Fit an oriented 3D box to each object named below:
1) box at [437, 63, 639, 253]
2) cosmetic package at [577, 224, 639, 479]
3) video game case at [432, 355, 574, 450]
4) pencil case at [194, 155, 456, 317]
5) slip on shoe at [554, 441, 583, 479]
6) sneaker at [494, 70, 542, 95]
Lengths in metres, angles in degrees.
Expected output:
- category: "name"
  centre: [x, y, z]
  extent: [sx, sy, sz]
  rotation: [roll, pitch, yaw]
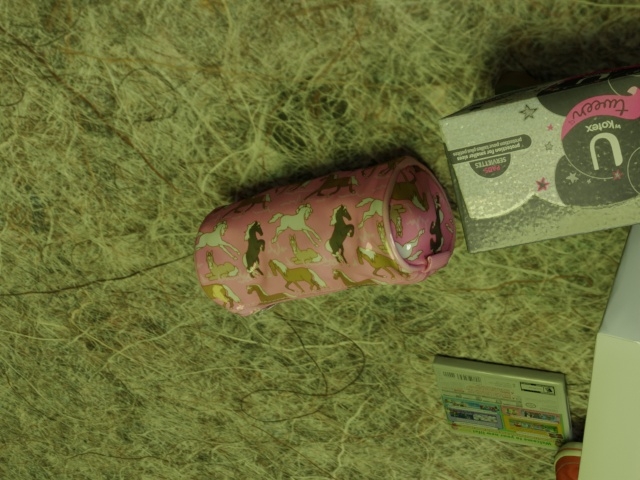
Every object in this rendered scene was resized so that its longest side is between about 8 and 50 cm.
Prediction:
- category: "box"
  centre: [0.276, -0.094, 1.252]
  extent: [0.247, 0.142, 0.163]
  rotation: [-11, 98, 24]
- category: "cosmetic package"
  centre: [0.404, 0.132, 1.411]
  extent: [0.098, 0.284, 0.377]
  rotation: [12, 140, 18]
- category: "video game case"
  centre: [0.300, 0.267, 1.852]
  extent: [0.213, 0.023, 0.193]
  rotation: [6, 138, 23]
- category: "pencil case"
  centre: [0.000, 0.000, 1.594]
  extent: [0.386, 0.160, 0.167]
  rotation: [-14, 127, 40]
- category: "slip on shoe"
  centre: [0.442, 0.435, 1.892]
  extent: [0.123, 0.101, 0.331]
  rotation: [7, 141, 10]
- category: "sneaker"
  centre: [0.266, -0.108, 1.366]
  extent: [0.064, 0.086, 0.192]
  rotation: [-14, 128, 41]
